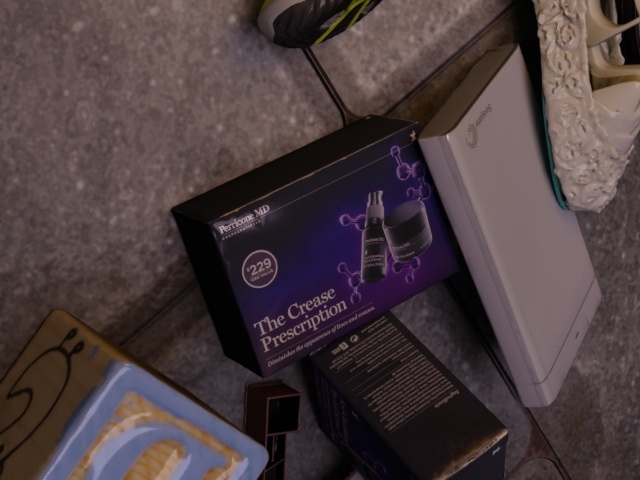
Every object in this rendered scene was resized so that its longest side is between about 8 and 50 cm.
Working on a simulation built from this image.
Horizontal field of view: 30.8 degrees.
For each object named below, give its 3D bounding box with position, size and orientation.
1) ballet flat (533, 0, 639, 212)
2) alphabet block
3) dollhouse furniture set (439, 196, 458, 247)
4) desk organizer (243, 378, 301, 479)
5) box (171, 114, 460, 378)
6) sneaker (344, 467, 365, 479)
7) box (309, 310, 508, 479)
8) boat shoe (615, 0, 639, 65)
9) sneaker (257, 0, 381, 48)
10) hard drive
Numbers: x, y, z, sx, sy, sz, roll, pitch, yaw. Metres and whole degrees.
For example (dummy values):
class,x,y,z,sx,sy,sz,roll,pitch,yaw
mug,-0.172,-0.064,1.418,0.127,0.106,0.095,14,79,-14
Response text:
class,x,y,z,sx,sy,sz,roll,pitch,yaw
ballet flat,0.315,-0.223,1.327,0.147,0.147,0.409,-18,105,-26
alphabet block,-0.203,0.207,1.105,0.193,0.197,0.192,41,78,-30
dollhouse furniture set,0.126,-0.033,1.357,0.081,0.091,0.114,-39,97,27
desk organizer,-0.054,0.224,1.280,0.047,0.050,0.130,-3,102,-30
box,0.000,0.000,1.238,0.261,0.103,0.184,-28,110,-23
sneaker,0.082,0.335,1.312,0.282,0.153,0.099,-49,153,-14
box,0.093,0.202,1.244,0.108,0.207,0.153,-31,143,-19
boat shoe,0.388,-0.351,1.388,0.113,0.105,0.306,-27,119,-27
sneaker,0.056,-0.358,1.197,0.147,0.145,0.385,40,81,1
hard drive,0.230,-0.019,1.341,0.233,0.047,0.353,-51,124,-46
